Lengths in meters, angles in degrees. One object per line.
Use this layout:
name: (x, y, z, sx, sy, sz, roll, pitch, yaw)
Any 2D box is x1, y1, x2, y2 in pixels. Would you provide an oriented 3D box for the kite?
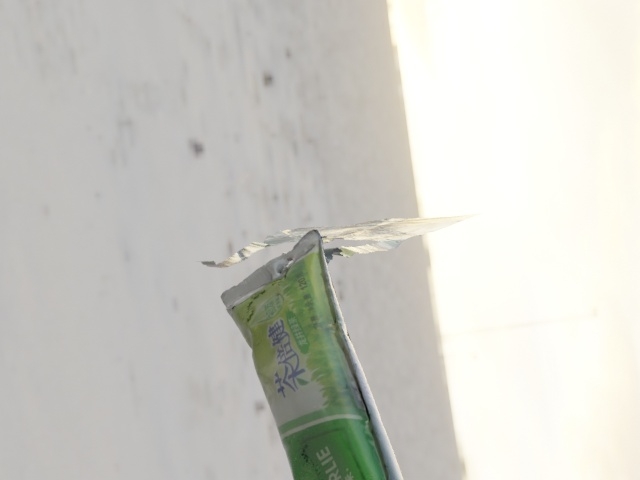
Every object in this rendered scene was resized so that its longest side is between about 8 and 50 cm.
kite: (0.000, 0.002, 1.287, 0.310, 0.169, 0.015, -14, 101, -64)

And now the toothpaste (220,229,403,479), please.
toothpaste: (0.006, 0.105, 0.932, 0.047, 0.078, 0.248, 33, 28, -49)
